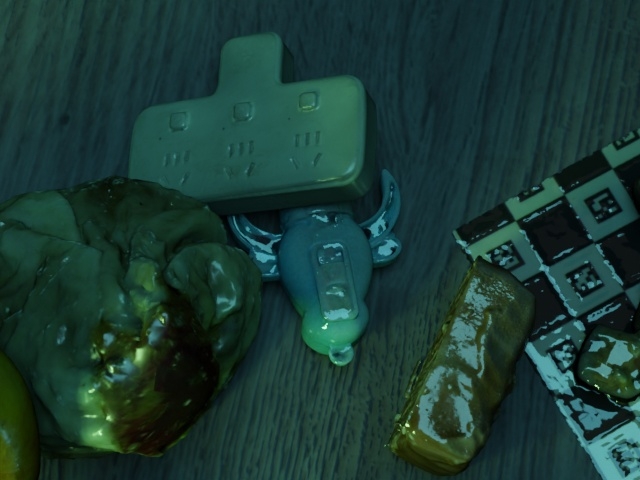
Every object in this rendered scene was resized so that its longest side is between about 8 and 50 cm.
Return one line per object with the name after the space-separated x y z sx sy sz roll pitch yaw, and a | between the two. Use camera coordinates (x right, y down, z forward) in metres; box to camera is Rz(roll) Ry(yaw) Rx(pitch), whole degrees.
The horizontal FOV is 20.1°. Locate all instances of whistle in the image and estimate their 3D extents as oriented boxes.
0.000 0.000 1.888 0.186 0.093 0.274 -7 70 -8 | whistle

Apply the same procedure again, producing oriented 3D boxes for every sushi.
0.375 0.051 1.906 0.343 0.064 0.359 -28 76 -11 | sushi

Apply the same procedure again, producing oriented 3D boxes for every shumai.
-0.209 0.081 1.733 0.304 0.263 0.309 37 88 -11 | shumai

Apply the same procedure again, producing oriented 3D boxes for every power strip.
-0.071 -0.124 1.886 0.265 0.059 0.194 -7 63 20 | power strip

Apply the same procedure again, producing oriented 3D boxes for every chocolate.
0.150 0.130 1.828 0.093 0.148 0.214 28 76 -1 | chocolate

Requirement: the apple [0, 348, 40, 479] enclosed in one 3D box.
-0.391 0.194 1.596 0.301 0.301 0.301 1 73 -3 | apple
